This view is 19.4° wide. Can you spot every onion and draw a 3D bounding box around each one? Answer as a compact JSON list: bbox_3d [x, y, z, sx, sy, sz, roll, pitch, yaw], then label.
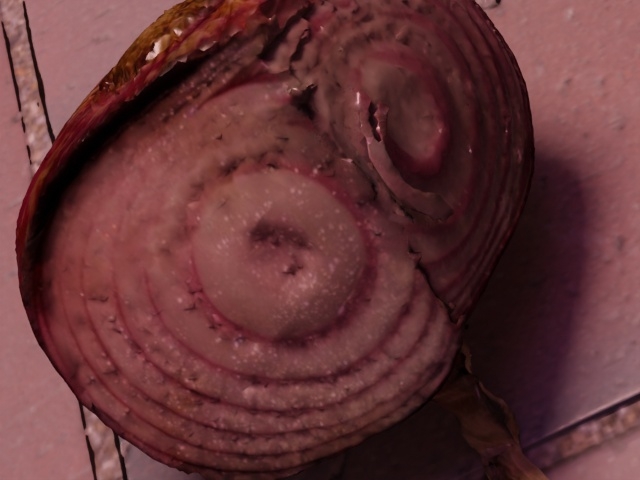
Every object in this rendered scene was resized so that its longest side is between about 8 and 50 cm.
[{"bbox_3d":[-0.018,-0.025,0.966,0.256,0.272,0.230,-8,28,16],"label":"onion"}]
